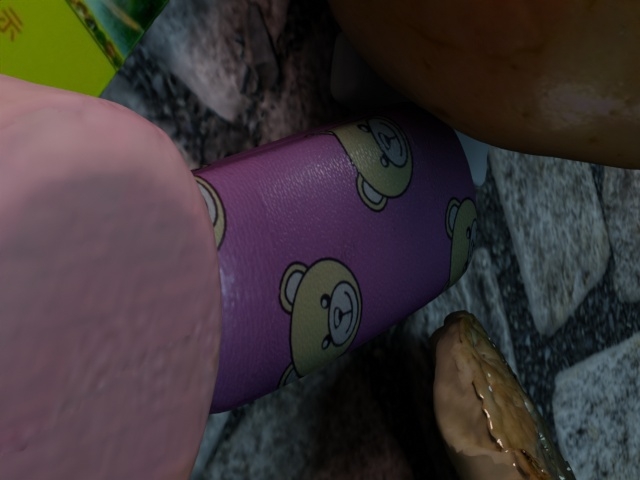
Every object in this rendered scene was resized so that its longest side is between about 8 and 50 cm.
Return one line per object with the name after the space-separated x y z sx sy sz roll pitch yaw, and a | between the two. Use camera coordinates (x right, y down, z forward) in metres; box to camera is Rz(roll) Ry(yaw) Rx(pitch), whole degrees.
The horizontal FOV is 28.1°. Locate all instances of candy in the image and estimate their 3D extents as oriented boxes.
-0.132 0.058 0.466 0.255 0.094 0.255 -42 140 -49 | candy

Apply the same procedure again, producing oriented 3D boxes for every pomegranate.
0.177 -0.225 0.742 0.411 0.411 0.412 12 74 -52 | pomegranate

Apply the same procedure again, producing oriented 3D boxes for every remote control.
0.069 -0.087 0.876 0.184 0.027 0.050 26 66 -49 | remote control

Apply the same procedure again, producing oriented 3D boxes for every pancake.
0.152 0.219 0.778 0.387 0.082 0.387 63 7 -14 | pancake

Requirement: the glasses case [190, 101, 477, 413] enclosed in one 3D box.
0.000 0.000 0.727 0.316 0.075 0.123 -24 103 -52 | glasses case

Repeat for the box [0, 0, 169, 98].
-0.137 -0.176 0.600 0.187 0.047 0.335 55 44 -31 | box
